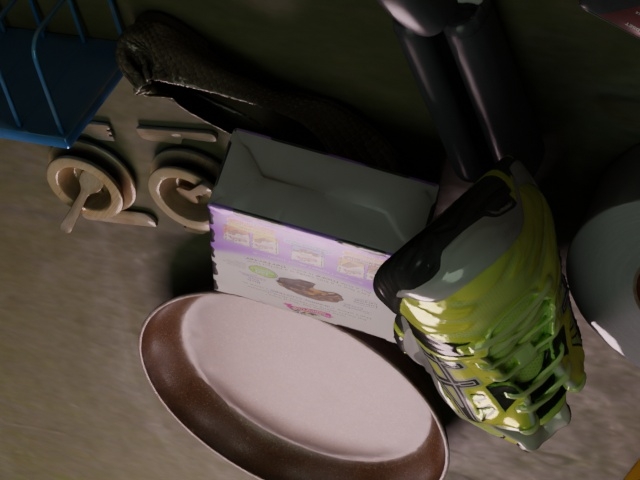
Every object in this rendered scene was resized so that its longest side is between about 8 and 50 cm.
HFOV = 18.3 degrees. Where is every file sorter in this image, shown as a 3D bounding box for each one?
[{"bbox_3d":[-0.254,-0.159,1.558,0.170,0.118,0.104,9,137,25],"label":"file sorter"}]

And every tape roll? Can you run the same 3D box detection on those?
[{"bbox_3d":[0.294,0.022,1.448,0.219,0.072,0.219,18,143,14],"label":"tape roll"}]

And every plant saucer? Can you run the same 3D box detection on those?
[{"bbox_3d":[-0.019,0.137,1.826,0.311,0.050,0.310,18,143,15],"label":"plant saucer"}]

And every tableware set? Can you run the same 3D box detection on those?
[{"bbox_3d":[-0.157,-0.041,1.704,0.194,0.039,0.128,6,139,28],"label":"tableware set"}]

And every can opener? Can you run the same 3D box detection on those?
[{"bbox_3d":[0.079,-0.132,1.379,0.076,0.095,0.283,4,138,31],"label":"can opener"}]

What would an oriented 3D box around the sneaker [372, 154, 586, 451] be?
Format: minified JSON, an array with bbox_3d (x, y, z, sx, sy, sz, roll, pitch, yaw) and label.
[{"bbox_3d":[0.137,0.054,1.443,0.147,0.145,0.384,49,178,16],"label":"sneaker"}]

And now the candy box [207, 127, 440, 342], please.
[{"bbox_3d":[0.000,0.000,1.566,0.165,0.070,0.196,16,159,4],"label":"candy box"}]

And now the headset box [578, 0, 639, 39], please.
[{"bbox_3d":[0.299,-0.187,1.147,0.218,0.110,0.293,28,144,1],"label":"headset box"}]

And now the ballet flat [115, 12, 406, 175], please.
[{"bbox_3d":[-0.050,-0.095,1.547,0.250,0.058,0.084,30,146,-2],"label":"ballet flat"}]

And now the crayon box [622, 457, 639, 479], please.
[{"bbox_3d":[0.397,0.358,1.770,0.363,0.106,0.313,26,145,3],"label":"crayon box"}]
